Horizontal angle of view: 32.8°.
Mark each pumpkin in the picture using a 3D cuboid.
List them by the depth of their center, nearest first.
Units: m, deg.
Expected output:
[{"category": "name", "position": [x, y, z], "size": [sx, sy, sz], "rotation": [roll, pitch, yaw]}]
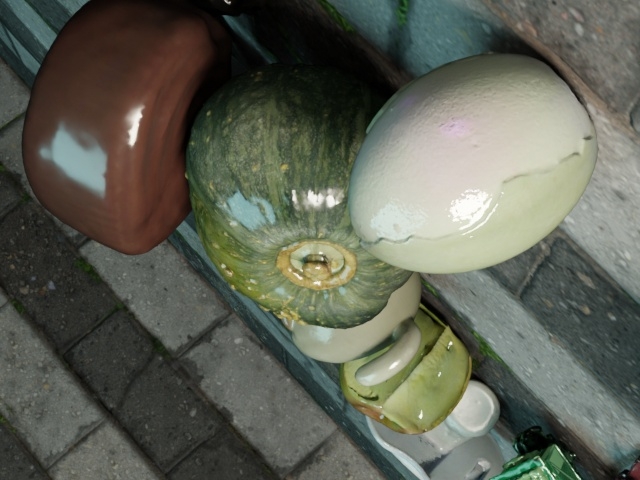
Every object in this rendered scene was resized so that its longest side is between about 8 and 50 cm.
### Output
[{"category": "pumpkin", "position": [-0.016, -0.049, 1.277], "size": [0.291, 0.257, 0.327], "rotation": [11, 138, -2]}]

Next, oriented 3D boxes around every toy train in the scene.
[{"category": "toy train", "position": [0.358, 0.402, 1.574], "size": [0.115, 0.154, 0.269], "rotation": [-35, 88, 32]}]

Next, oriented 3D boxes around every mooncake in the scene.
[{"category": "mooncake", "position": [-0.216, -0.142, 1.340], "size": [0.174, 0.326, 0.334], "rotation": [26, -158, 15]}]

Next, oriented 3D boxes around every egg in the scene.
[{"category": "egg", "position": [0.124, -0.059, 0.958], "size": [0.183, 0.217, 0.183], "rotation": [49, 169, 13]}]

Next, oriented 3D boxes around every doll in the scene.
[{"category": "doll", "position": [0.001, 0.013, 1.559], "size": [0.370, 0.215, 0.226], "rotation": [54, 166, -8]}]

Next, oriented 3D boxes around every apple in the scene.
[{"category": "apple", "position": [0.125, 0.197, 1.689], "size": [0.207, 0.188, 0.174], "rotation": [41, 168, -11]}]

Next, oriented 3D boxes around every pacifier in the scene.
[{"category": "pacifier", "position": [0.217, 0.297, 1.801], "size": [0.279, 0.227, 0.207], "rotation": [41, 133, 10]}]

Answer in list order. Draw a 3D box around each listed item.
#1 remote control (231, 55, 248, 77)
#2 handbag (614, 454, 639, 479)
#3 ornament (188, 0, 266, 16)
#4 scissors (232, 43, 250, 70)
[{"category": "remote control", "position": [-0.146, -0.187, 1.707], "size": [0.107, 0.044, 0.377], "rotation": [47, 164, 6]}, {"category": "handbag", "position": [0.467, 0.395, 1.406], "size": [0.216, 0.074, 0.203], "rotation": [41, 163, 34]}, {"category": "ornament", "position": [-0.153, -0.361, 1.306], "size": [0.251, 0.106, 0.260], "rotation": [48, 160, -27]}, {"category": "scissors", "position": [-0.189, -0.352, 1.553], "size": [0.447, 0.029, 0.192], "rotation": [53, 166, -13]}]
